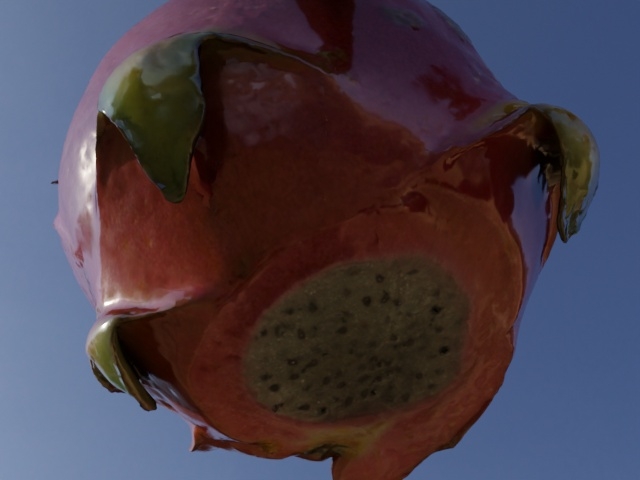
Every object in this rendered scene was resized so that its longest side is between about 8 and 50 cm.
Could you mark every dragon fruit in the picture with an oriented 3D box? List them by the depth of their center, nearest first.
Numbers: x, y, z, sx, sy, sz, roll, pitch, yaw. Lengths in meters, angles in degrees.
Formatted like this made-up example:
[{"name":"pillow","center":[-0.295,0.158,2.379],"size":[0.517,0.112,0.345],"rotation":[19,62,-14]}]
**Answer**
[{"name":"dragon fruit","center":[0.000,0.000,0.498],"size":[0.291,0.189,0.290],"rotation":[-10,-61,-19]}]
